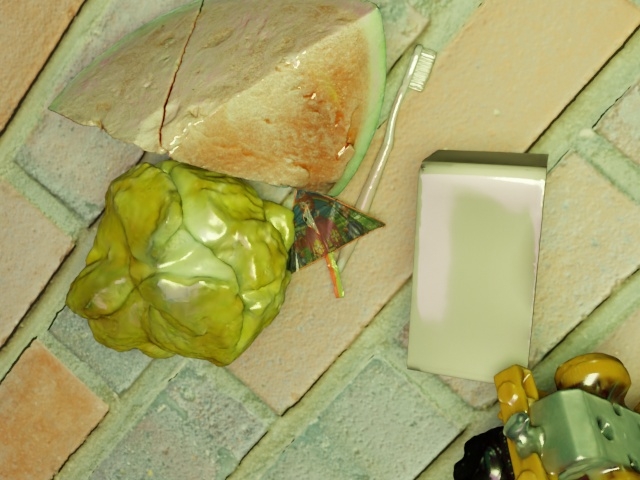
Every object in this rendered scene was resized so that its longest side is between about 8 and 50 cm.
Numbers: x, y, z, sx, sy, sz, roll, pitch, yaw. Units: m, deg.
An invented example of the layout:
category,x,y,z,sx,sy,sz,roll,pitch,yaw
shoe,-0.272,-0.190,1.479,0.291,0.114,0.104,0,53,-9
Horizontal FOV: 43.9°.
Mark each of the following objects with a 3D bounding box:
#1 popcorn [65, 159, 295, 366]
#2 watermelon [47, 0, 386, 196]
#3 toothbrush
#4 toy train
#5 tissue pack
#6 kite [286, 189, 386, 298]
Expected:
category,x,y,z,sx,sy,sz,roll,pitch,yaw
popcorn,-0.171,0.040,0.986,0.276,0.225,0.276,-5,81,38
watermelon,-0.099,-0.146,0.956,0.319,0.292,0.222,-41,131,-14
toothbrush,0.078,-0.094,0.994,0.030,0.025,0.307,21,106,2
toy train,0.310,0.267,0.878,0.369,0.163,0.231,24,133,-31
tissue pack,0.184,0.025,0.923,0.136,0.159,0.246,5,104,16
kite,0.000,0.000,1.027,0.190,0.010,0.159,-31,81,32
